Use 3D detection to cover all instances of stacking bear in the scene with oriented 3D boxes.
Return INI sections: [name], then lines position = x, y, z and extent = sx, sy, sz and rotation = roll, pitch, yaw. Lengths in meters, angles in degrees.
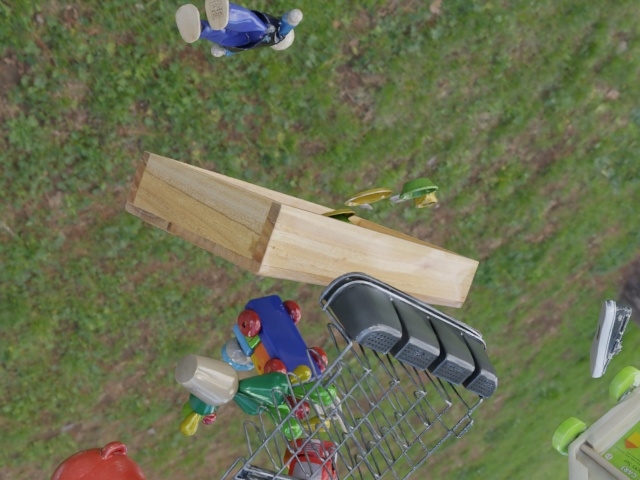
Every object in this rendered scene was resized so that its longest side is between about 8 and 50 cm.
[stacking bear]
position = -0.239, 0.353, 0.910
extent = 0.175, 0.164, 0.289
rotation = -34, 140, -29

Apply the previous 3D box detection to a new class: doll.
[doll]
position = -0.080, -0.244, 0.893
extent = 0.129, 0.046, 0.189
rotation = -15, 180, 24

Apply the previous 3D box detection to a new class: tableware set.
[tableware set]
position = 0.042, -0.027, 0.759
extent = 0.154, 0.024, 0.104
rotation = -15, 172, 11

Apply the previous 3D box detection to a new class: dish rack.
[dish rack]
position = 0.027, 0.177, 0.741
extent = 0.208, 0.074, 0.271
rotation = 28, 109, -34

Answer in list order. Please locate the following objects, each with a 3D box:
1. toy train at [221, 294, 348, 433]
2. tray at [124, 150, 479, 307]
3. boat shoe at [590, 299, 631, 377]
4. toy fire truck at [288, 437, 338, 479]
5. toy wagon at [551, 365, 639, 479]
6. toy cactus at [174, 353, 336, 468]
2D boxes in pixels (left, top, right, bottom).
[toy train]
position = -0.061, 0.221, 1.190
extent = 0.105, 0.248, 0.143
rotation = -10, 151, -44
[tray]
position = 0.000, 0.000, 0.900
extent = 0.411, 0.203, 0.076
rotation = 13, 98, -53
[boat shoe]
position = 0.449, 0.156, 1.199
extent = 0.040, 0.049, 0.142
rotation = 5, 121, 8
[toy fire truck]
position = -0.010, 0.318, 0.823
extent = 0.047, 0.135, 0.192
rotation = 3, 131, 11
[toy wagon]
position = 0.433, 0.320, 1.017
extent = 0.344, 0.267, 0.068
rotation = -36, 128, -12
[toy cactus]
position = -0.096, 0.183, 0.875
extent = 0.219, 0.112, 0.180
rotation = -4, 152, 37
